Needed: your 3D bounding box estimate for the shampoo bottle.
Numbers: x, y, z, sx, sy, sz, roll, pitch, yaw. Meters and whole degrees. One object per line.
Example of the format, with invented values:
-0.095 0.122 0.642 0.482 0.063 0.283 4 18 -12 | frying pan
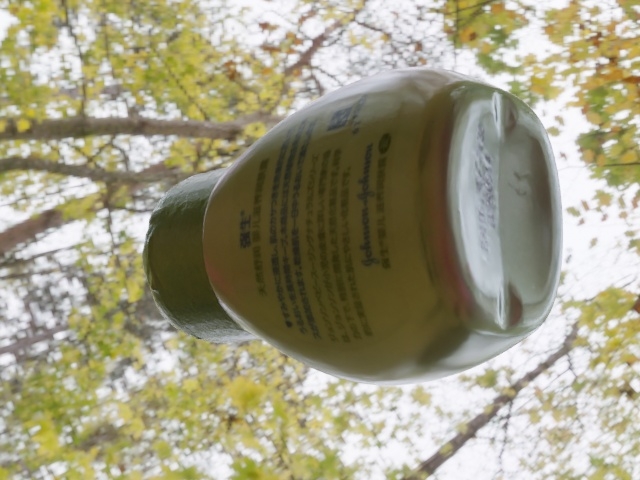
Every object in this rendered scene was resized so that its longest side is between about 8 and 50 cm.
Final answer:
0.000 0.000 0.791 0.350 0.151 0.221 -10 -101 44 | shampoo bottle
